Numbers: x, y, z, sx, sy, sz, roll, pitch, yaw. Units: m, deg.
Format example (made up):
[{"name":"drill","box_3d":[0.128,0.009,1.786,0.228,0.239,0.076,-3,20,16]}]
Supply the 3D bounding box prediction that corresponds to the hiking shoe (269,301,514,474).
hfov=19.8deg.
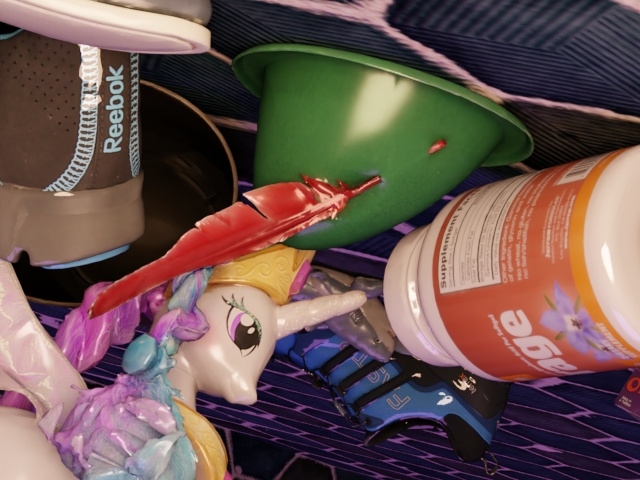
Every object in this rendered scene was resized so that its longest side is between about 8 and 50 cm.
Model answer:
[{"name":"hiking shoe","box_3d":[0.038,0.130,1.792,0.304,0.132,0.113,12,168,21]}]

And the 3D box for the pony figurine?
[{"name":"pony figurine","box_3d":[-0.173,0.130,1.051,0.351,0.363,0.303,6,146,12]}]

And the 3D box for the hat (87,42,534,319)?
[{"name":"hat","box_3d":[0.000,0.000,1.055,0.208,0.183,0.173,16,168,2]}]

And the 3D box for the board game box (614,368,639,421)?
[{"name":"board game box","box_3d":[0.450,0.241,1.744,0.347,0.056,0.208,35,171,-39]}]

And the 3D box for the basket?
[{"name":"basket","box_3d":[-0.136,-0.015,1.288,0.204,0.154,0.227,1,170,9]}]

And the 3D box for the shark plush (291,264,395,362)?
[{"name":"shark plush","box_3d":[-0.005,0.056,1.657,0.161,0.067,0.073,19,169,-16]}]

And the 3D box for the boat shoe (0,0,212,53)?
[{"name":"boat shoe","box_3d":[-0.164,-0.145,0.843,0.254,0.079,0.095,16,172,14]}]

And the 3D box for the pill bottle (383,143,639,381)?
[{"name":"pill bottle","box_3d":[0.135,0.020,1.067,0.121,0.121,0.216,22,160,-29]}]

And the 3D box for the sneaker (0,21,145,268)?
[{"name":"sneaker","box_3d":[-0.208,-0.113,1.015,0.341,0.139,0.125,28,-150,35]}]
